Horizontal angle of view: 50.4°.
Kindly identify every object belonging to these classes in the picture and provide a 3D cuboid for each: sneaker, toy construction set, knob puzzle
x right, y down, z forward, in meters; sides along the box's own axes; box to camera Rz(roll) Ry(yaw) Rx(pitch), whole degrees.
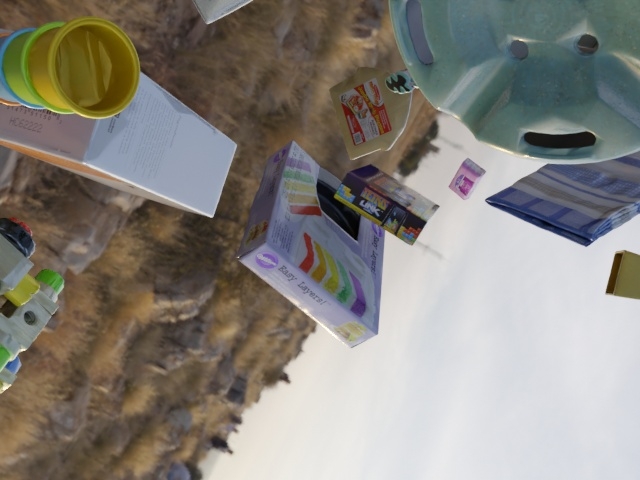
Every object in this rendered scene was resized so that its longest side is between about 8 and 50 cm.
[{"bbox_3d":[0.159,-0.273,1.109,0.069,0.098,0.038,-56,134,-45],"label":"sneaker"},{"bbox_3d":[-0.387,0.022,0.632,0.215,0.327,0.151,-21,-134,35],"label":"toy construction set"},{"bbox_3d":[0.123,-0.291,1.498,0.030,0.213,0.213,-14,139,-52],"label":"knob puzzle"}]

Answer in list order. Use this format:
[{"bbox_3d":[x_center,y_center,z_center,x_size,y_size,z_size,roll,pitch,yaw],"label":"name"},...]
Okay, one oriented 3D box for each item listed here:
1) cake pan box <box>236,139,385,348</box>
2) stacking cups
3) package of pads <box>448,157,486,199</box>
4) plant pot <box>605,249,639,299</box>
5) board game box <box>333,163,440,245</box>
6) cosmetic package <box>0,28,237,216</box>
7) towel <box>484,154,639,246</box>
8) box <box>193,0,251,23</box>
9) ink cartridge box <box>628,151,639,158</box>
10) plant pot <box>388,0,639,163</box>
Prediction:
[{"bbox_3d":[0.000,0.000,1.080,0.070,0.245,0.267,-30,-151,30],"label":"cake pan box"},{"bbox_3d":[-0.318,-0.186,0.749,0.316,0.096,0.096,13,-113,45],"label":"stacking cups"},{"bbox_3d":[0.306,-0.128,1.418,0.032,0.050,0.083,-37,161,-33],"label":"package of pads"},{"bbox_3d":[0.552,0.067,1.178,0.081,0.083,0.082,13,91,-77],"label":"plant pot"},{"bbox_3d":[0.110,-0.062,1.075,0.048,0.141,0.170,-59,172,17],"label":"board game box"},{"bbox_3d":[-0.342,-0.176,1.153,0.453,0.229,0.162,27,79,-74],"label":"cosmetic package"},{"bbox_3d":[0.448,-0.089,1.145,0.284,0.209,0.034,-27,127,-29],"label":"towel"},{"bbox_3d":[-0.138,-0.427,1.086,0.113,0.094,0.275,-24,-159,13],"label":"box"},{"bbox_3d":[0.664,-0.219,1.415,0.166,0.286,0.394,-35,162,29],"label":"ink cartridge box"},{"bbox_3d":[0.241,-0.258,0.582,0.334,0.341,0.341,-52,173,-36],"label":"plant pot"}]
